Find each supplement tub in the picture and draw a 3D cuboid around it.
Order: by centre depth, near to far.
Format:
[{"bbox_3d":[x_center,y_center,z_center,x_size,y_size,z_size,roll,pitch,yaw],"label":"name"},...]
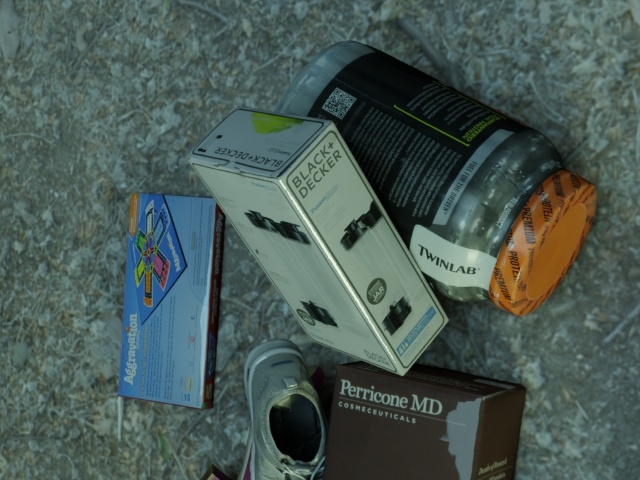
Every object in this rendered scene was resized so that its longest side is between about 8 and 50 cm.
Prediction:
[{"bbox_3d":[0.121,-0.068,1.331,0.338,0.207,0.207,32,104,27],"label":"supplement tub"}]

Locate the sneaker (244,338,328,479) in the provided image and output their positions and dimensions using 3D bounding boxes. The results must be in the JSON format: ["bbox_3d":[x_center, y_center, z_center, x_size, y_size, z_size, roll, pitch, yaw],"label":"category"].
[{"bbox_3d":[-0.034,0.264,1.416,0.105,0.115,0.281,-17,111,-7],"label":"sneaker"}]

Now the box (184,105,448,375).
[{"bbox_3d":[0.000,0.000,1.265,0.087,0.290,0.169,-47,34,-21],"label":"box"}]

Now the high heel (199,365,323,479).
[{"bbox_3d":[-0.049,0.275,1.512,0.117,0.082,0.244,39,94,-9],"label":"high heel"}]

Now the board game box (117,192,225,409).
[{"bbox_3d":[-0.202,0.079,1.612,0.145,0.027,0.281,5,91,28],"label":"board game box"}]

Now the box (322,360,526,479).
[{"bbox_3d":[0.105,0.340,1.373,0.191,0.143,0.381,8,91,29],"label":"box"}]
